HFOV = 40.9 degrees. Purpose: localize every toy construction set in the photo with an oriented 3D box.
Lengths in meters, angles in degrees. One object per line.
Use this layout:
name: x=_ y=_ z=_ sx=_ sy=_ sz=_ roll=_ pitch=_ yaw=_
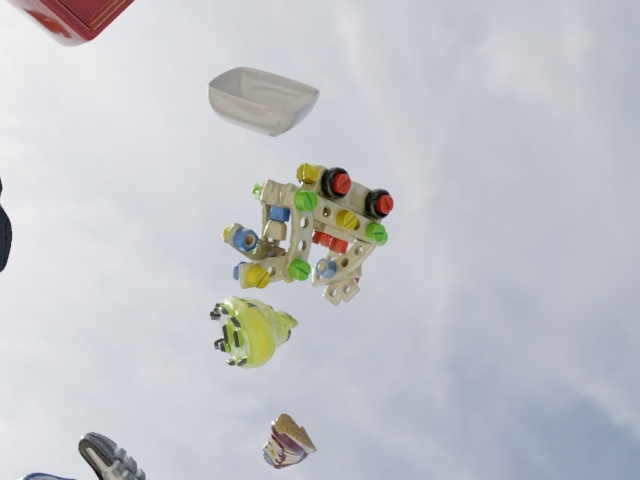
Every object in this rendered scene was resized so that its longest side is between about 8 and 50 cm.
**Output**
toy construction set: x=0.000 y=0.000 z=1.315 sx=0.151 sy=0.327 sz=0.215 roll=14 pitch=-96 yaw=32

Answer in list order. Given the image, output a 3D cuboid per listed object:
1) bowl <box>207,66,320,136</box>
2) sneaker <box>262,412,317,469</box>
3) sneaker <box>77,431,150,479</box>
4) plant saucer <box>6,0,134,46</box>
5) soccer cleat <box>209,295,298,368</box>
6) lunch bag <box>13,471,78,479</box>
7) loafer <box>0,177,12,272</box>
bowl: x=-0.084 y=-0.195 z=1.220 sx=0.142 sy=0.142 sz=0.053 roll=20 pitch=-62 yaw=10
sneaker: x=-0.063 y=0.352 z=1.459 sx=0.084 sy=0.185 sz=0.069 roll=-34 pitch=-118 yaw=-2
sneaker: x=-0.289 y=0.388 z=1.205 sx=0.132 sy=0.086 sz=0.229 roll=-44 pitch=-88 yaw=0
plant saucer: x=-0.211 y=-0.317 z=0.814 sx=0.259 sy=0.258 sz=0.048 roll=-43 pitch=-113 yaw=2
soccer cleat: x=-0.084 y=0.116 z=1.175 sx=0.121 sy=0.289 sz=0.093 roll=-8 pitch=-91 yaw=-12
lunch bag: x=-0.429 y=0.514 z=1.389 sx=0.115 sy=0.303 sz=0.243 roll=-23 pitch=-118 yaw=9
loafer: x=-0.496 y=-0.034 z=1.252 sx=0.061 sy=0.062 sz=0.170 roll=-2 pitch=-82 yaw=19
